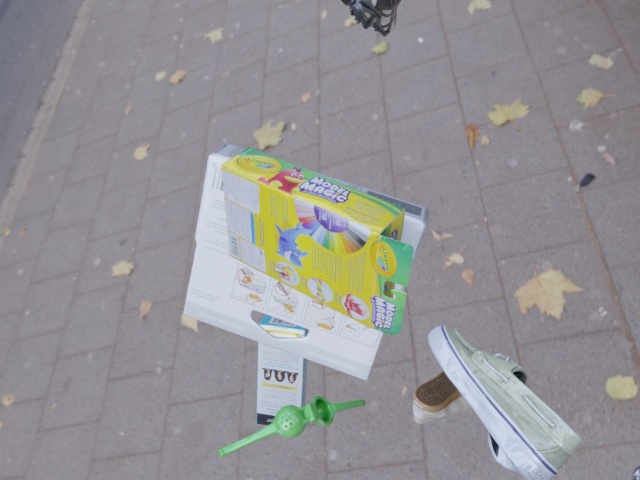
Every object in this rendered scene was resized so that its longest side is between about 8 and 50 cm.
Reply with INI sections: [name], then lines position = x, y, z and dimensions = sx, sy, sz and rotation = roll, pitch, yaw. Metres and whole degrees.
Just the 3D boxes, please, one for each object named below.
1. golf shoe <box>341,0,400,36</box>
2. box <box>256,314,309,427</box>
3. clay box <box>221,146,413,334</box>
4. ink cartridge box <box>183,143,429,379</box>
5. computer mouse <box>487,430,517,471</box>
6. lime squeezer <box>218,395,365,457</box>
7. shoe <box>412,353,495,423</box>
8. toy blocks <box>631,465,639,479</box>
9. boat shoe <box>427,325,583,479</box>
[golf shoe]
position = 0.094, -0.346, 0.822
dimensions = 0.094, 0.077, 0.198
rotation = -39, 5, 23
[box]
position = -0.080, 0.283, 1.252
dimensions = 0.101, 0.244, 0.060
rotation = 7, 19, 9
[clay box]
position = 0.000, 0.000, 0.601
dimensions = 0.222, 0.127, 0.053
rotation = 24, 45, 25
[ink cartridge box]
position = -0.027, 0.031, 0.755
dimensions = 0.275, 0.238, 0.060
rotation = 19, 27, 6
[computer mouse]
position = 0.329, 0.314, 1.030
dimensions = 0.106, 0.042, 0.193
rotation = 18, 34, -11
[lime squeezer]
position = -0.028, 0.335, 1.073
dimensions = 0.311, 0.109, 0.058
rotation = -12, 48, -28
[shoe]
position = 0.247, 0.260, 1.032
dimensions = 0.219, 0.058, 0.077
rotation = -17, 33, -29
[toy blocks]
position = 0.412, 0.315, 0.377
dimensions = 0.260, 0.288, 0.309
rotation = -9, 19, -18
[boat shoe]
position = 0.265, 0.221, 0.867
dimensions = 0.094, 0.109, 0.302
rotation = -40, 37, 5
